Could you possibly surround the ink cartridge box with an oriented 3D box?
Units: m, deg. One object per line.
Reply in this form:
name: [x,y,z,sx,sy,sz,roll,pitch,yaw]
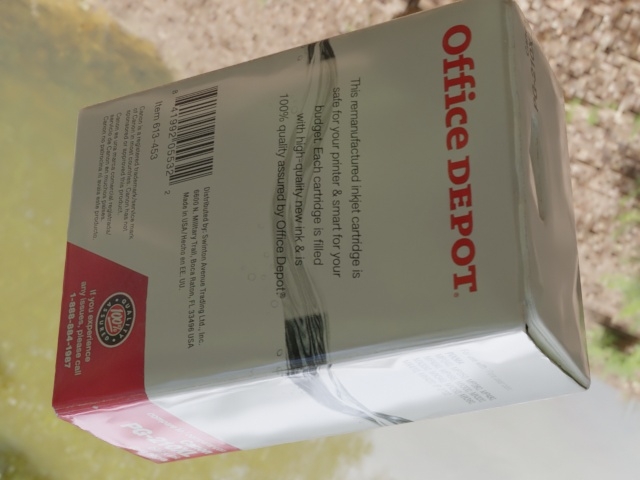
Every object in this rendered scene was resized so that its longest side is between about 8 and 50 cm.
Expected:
ink cartridge box: [0.000,0.000,0.666,0.237,0.172,0.100,-13,151,24]
